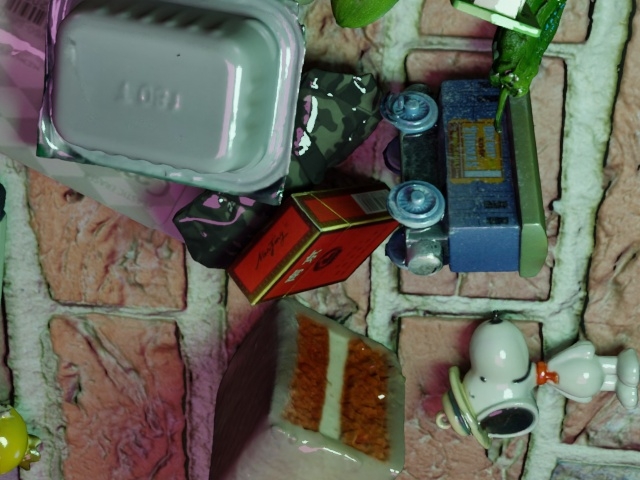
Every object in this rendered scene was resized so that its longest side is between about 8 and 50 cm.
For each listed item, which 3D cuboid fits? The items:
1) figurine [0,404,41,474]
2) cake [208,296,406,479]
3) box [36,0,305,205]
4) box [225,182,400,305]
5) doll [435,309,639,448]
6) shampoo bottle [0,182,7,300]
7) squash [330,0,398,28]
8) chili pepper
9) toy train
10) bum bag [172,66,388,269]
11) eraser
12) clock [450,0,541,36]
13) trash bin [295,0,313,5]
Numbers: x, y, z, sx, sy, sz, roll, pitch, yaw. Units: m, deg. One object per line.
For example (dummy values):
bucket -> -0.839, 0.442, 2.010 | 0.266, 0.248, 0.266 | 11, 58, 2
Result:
figurine -> -0.564, 0.290, 2.016 | 0.234, 0.185, 0.127 | 8, 105, -47
cake -> -0.024, 0.277, 1.848 | 0.237, 0.309, 0.230 | 23, 124, -13
box -> -0.200, -0.185, 1.554 | 0.337, 0.106, 0.264 | 12, 111, 12
box -> 0.001, 0.001, 1.712 | 0.153, 0.240, 0.074 | -43, 73, 29
doll -> 0.322, 0.225, 1.878 | 0.271, 0.144, 0.208 | 16, 113, 0
shampoo bottle -> -0.539, 0.063, 1.885 | 0.134, 0.078, 0.359 | 15, 123, 2
squash -> 0.112, -0.426, 1.501 | 0.107, 0.107, 0.395 | 19, 119, -7
chili pepper -> 0.277, -0.259, 1.587 | 0.065, 0.122, 0.279 | 32, 95, -41
toy train -> 0.178, -0.082, 1.610 | 0.202, 0.299, 0.131 | -2, 143, 3
bum bag -> -0.052, -0.095, 1.665 | 0.340, 0.095, 0.144 | -46, 137, 10
eraser -> -0.290, -0.167, 1.713 | 0.397, 0.082, 0.213 | 27, 121, -13
clock -> 0.237, -0.390, 1.457 | 0.106, 0.220, 0.255 | 18, 114, -8
trash bin -> -0.074, -0.429, 1.511 | 0.243, 0.121, 0.247 | 19, 124, -8
